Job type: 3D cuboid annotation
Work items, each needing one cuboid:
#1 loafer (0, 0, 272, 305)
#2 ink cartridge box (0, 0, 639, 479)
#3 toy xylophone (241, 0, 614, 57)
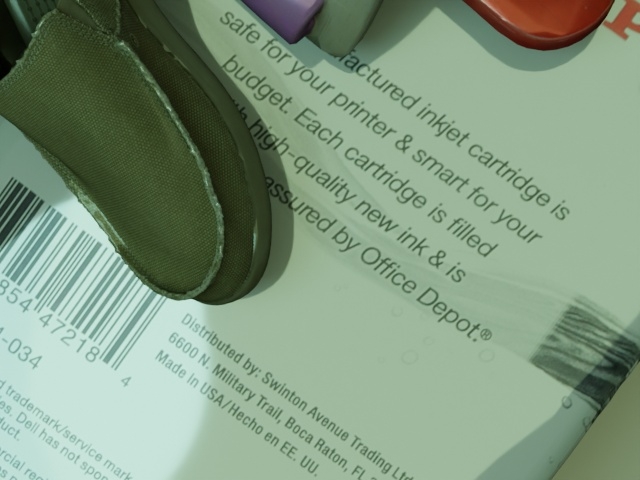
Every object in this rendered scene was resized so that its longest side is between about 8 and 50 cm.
[{"bbox_3d":[-0.066,-0.044,0.504,0.056,0.050,0.148,-29,92,44],"label":"loafer"},{"bbox_3d":[0.000,0.000,0.595,0.198,0.115,0.273,36,93,3],"label":"ink cartridge box"},{"bbox_3d":[0.083,-0.179,0.502,0.322,0.081,0.236,-40,84,-6],"label":"toy xylophone"}]
